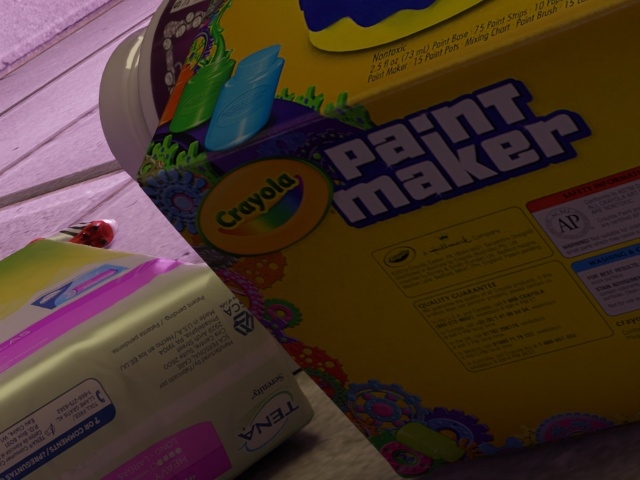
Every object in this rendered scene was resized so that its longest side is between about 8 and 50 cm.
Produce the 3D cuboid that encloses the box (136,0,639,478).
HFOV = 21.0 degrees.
[{"bbox_3d":[0.128,-0.097,0.639,0.290,0.177,0.279,-19,37,32],"label":"box"}]

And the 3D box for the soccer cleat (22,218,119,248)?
[{"bbox_3d":[-0.196,0.003,1.353,0.083,0.029,0.035,-21,7,16],"label":"soccer cleat"}]

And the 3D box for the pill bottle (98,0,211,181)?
[{"bbox_3d":[-0.010,-0.107,1.096,0.301,0.169,0.169,-11,22,50],"label":"pill bottle"}]

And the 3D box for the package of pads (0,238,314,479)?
[{"bbox_3d":[-0.167,0.097,0.835,0.229,0.101,0.296,-32,14,-20],"label":"package of pads"}]

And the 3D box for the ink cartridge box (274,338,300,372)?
[{"bbox_3d":[-0.013,0.037,0.891,0.048,0.028,0.083,-31,15,-10],"label":"ink cartridge box"}]
